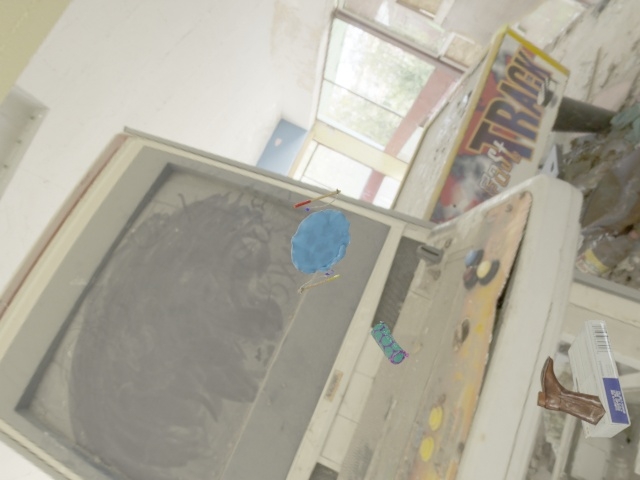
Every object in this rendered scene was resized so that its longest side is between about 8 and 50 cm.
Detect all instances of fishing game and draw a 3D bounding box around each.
[{"bbox_3d":[0.000,0.000,1.072,0.189,0.041,0.264,-22,-55,-26],"label":"fishing game"}]

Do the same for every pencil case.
[{"bbox_3d":[0.233,0.350,1.422,0.152,0.070,0.065,-124,32,-53],"label":"pencil case"}]

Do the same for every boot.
[{"bbox_3d":[0.497,0.295,0.821,0.037,0.114,0.107,38,-115,-64],"label":"boot"}]

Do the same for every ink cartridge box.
[{"bbox_3d":[0.932,0.480,1.410,0.330,0.071,0.324,58,-147,-53],"label":"ink cartridge box"}]
